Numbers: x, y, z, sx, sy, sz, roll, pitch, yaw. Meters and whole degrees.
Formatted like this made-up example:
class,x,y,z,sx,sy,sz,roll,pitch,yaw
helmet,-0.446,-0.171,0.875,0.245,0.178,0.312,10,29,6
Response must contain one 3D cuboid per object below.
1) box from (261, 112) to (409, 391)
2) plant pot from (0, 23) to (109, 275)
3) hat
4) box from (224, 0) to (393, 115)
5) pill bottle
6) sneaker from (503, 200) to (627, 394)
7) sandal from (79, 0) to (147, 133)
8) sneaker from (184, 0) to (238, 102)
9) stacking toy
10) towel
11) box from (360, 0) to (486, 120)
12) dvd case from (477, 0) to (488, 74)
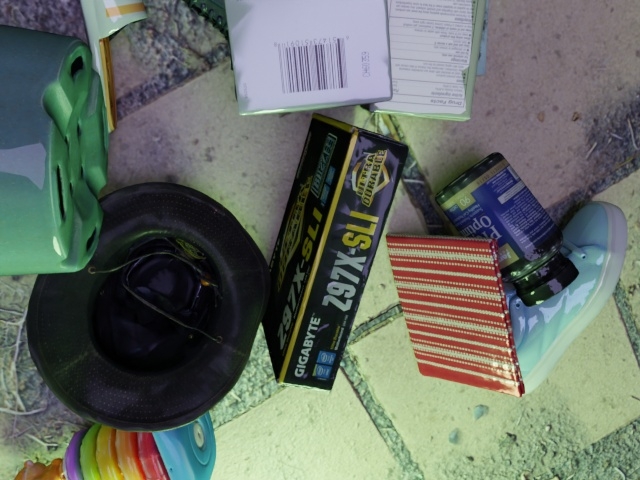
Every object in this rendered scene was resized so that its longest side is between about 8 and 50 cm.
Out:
class,x,y,z,sx,sy,sz,roll,pitch,yaw
box,0.000,0.000,0.797,0.079,0.257,0.322,13,103,-16
plant pot,-0.419,-0.095,0.617,0.333,0.341,0.342,3,105,-8
hat,-0.240,0.089,0.830,0.331,0.134,0.332,1,87,-24
box,-0.015,-0.246,0.691,0.180,0.119,0.182,-6,103,-2
pill bottle,0.285,-0.015,0.889,0.122,0.123,0.219,-36,85,-1
sneaker,0.360,0.086,0.967,0.150,0.135,0.366,23,98,-21
sandal,-0.260,-0.272,0.752,0.076,0.102,0.266,-4,115,-13
sneaker,-0.129,-0.272,0.781,0.226,0.086,0.164,9,101,-16
stacking toy,-0.322,0.335,0.890,0.301,0.166,0.175,-18,100,5
towel,0.212,0.116,0.927,0.031,0.198,0.275,-33,114,-40
box,0.142,-0.328,0.798,0.147,0.121,0.311,5,105,-5
dvd case,0.210,-0.310,0.884,0.087,0.013,0.120,-4,105,-11
